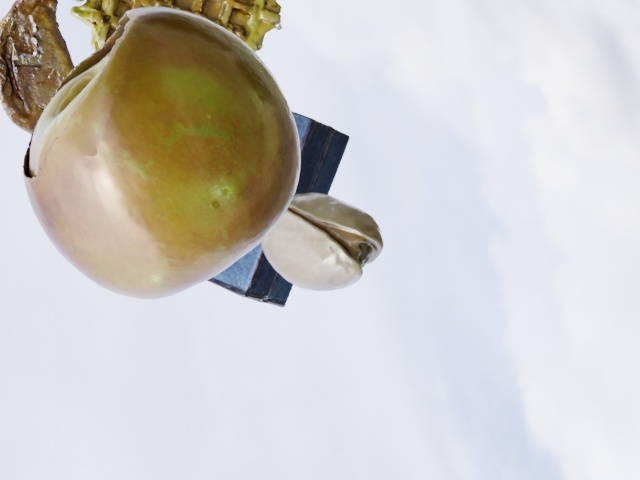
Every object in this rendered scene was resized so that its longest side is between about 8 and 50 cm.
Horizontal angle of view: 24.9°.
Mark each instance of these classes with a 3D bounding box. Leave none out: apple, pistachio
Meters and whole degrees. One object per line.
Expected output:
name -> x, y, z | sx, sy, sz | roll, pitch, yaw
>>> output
apple -> -0.135, -0.075, 1.177 | 0.207, 0.237, 0.237 | 55, -155, -18
pistachio -> 0.000, 0.000, 1.759 | 0.124, 0.185, 0.124 | -4, -83, -37

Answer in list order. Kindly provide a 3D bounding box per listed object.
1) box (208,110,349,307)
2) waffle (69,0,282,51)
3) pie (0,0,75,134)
box -> -0.132, -0.077, 2.059 | 0.279, 0.261, 0.116 | 23, -179, 35
waffle -> -0.180, -0.306, 1.763 | 0.254, 0.245, 0.052 | 59, 169, -15
pie -> -0.284, -0.169, 1.444 | 0.033, 0.088, 0.191 | 47, 156, 52
